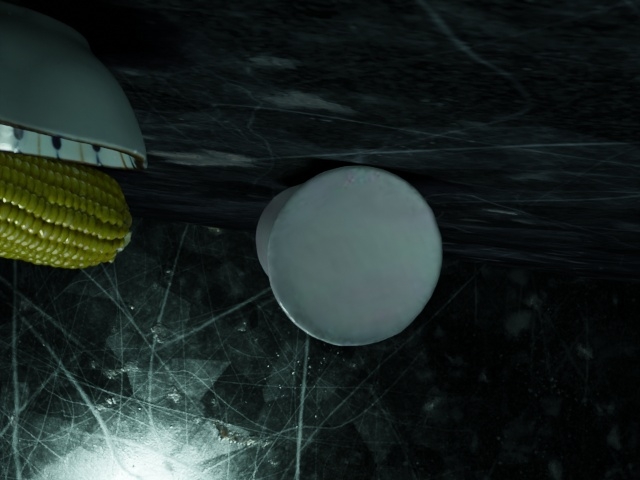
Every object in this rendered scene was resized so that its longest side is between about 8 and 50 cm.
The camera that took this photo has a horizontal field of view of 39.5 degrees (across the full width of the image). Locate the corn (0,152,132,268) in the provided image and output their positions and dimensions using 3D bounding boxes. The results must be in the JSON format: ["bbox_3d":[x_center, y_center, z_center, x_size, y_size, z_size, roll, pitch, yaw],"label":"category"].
[{"bbox_3d":[-0.376,-0.049,1.048,0.144,0.143,0.387,6,172,33],"label":"corn"}]

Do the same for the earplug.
[{"bbox_3d":[0.000,0.000,0.983,0.173,0.172,0.301,8,-176,-14],"label":"earplug"}]

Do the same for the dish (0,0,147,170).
[{"bbox_3d":[-0.173,-0.086,0.458,0.191,0.066,0.190,10,178,0],"label":"dish"}]
